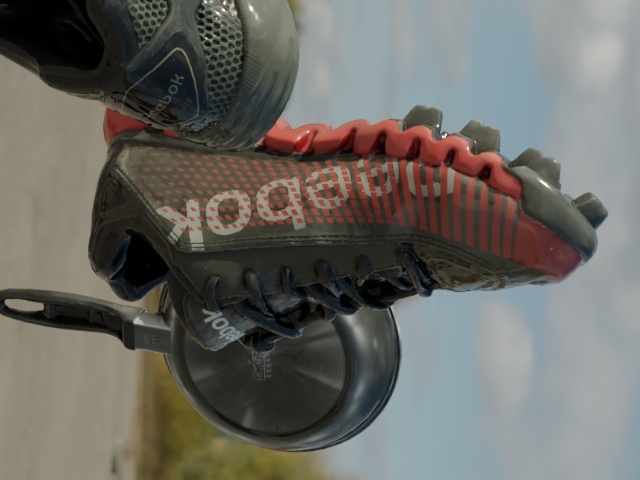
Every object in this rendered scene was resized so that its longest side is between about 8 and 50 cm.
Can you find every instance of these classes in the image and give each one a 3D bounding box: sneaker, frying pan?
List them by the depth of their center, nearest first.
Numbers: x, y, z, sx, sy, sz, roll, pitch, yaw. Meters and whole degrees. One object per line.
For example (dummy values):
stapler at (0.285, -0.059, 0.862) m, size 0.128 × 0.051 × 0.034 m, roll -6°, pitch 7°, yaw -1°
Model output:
sneaker at (-0.097, -0.142, 0.786) m, size 0.087 × 0.130 × 0.227 m, roll -43°, pitch -131°, yaw 35°
sneaker at (0.000, 0.000, 0.935) m, size 0.097 × 0.276 × 0.135 m, roll 51°, pitch 54°, yaw -57°
frying pan at (-0.094, 0.051, 1.465) m, size 0.197 × 0.326 × 0.053 m, roll -67°, pitch 175°, yaw 26°
